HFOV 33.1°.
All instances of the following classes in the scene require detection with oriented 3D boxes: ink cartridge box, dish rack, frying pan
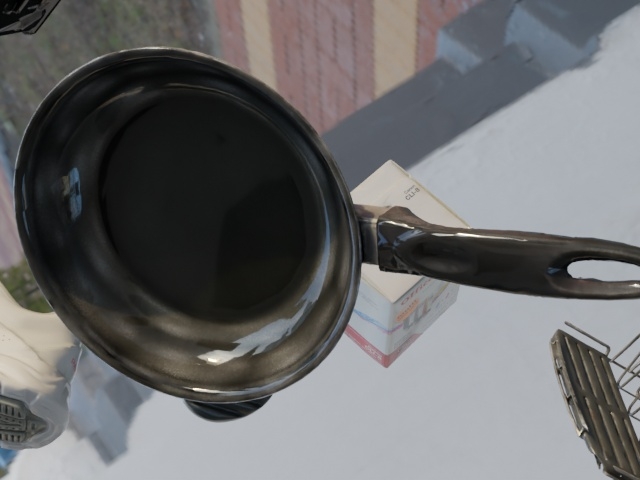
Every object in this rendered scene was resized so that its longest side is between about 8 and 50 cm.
[{"bbox_3d":[0.073,0.028,1.186,0.127,0.128,0.176,41,159,21],"label":"ink cartridge box"},{"bbox_3d":[0.318,0.161,0.903,0.271,0.074,0.208,28,-154,-17],"label":"dish rack"},{"bbox_3d":[-0.015,-0.025,0.537,0.326,0.053,0.197,-19,105,26],"label":"frying pan"}]

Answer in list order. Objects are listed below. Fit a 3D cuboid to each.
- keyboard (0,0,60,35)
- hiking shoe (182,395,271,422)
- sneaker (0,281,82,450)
[{"bbox_3d":[-0.052,-0.116,0.280,0.180,0.108,0.023,-40,86,32],"label":"keyboard"},{"bbox_3d":[-0.116,0.003,0.917,0.132,0.113,0.304,163,102,-70],"label":"hiking shoe"},{"bbox_3d":[-0.272,0.062,0.734,0.232,0.115,0.090,19,131,-6],"label":"sneaker"}]
